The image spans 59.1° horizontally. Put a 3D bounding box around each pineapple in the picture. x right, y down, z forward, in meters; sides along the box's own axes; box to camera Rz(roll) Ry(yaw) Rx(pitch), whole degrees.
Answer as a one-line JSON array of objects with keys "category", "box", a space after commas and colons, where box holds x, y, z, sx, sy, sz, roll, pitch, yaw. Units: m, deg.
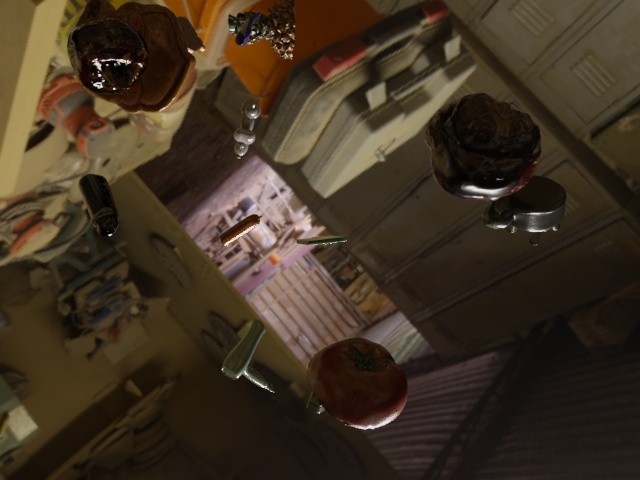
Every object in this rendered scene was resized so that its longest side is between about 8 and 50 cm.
[{"category": "pineapple", "box": [-0.245, -0.880, 2.333, 0.271, 0.262, 0.262, 1, 169, -7]}]

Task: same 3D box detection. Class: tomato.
[{"category": "tomato", "box": [0.084, 0.280, 1.186, 0.225, 0.225, 0.085, -37, 153, -51]}]

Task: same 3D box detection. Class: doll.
[{"category": "doll", "box": [-0.212, -0.317, 1.610, 0.160, 0.059, 0.161, -111, -141, -71]}]

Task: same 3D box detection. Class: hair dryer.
[{"category": "hair dryer", "box": [-0.205, 0.413, 1.878, 0.075, 0.237, 0.206, -6, -142, 40]}]

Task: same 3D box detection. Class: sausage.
[{"category": "sausage", "box": [-0.166, -0.026, 1.193, 0.107, 0.031, 0.031, -32, 180, 23]}]

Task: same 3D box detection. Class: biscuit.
[{"category": "biscuit", "box": [-0.615, -0.592, 1.830, 0.078, 0.455, 0.350, -34, 134, -69]}, {"category": "biscuit", "box": [-0.546, -0.831, 2.275, 0.043, 0.280, 0.183, -41, 134, 19]}]

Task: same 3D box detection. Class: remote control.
[{"category": "remote control", "box": [-0.662, -0.112, 1.674, 0.090, 0.266, 0.066, -45, 140, 11]}]

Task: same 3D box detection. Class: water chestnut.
[{"category": "water chestnut", "box": [-0.606, -0.517, 1.616, 0.223, 0.238, 0.224, -19, 163, -6]}, {"category": "water chestnut", "box": [0.401, -0.225, 1.419, 0.289, 0.289, 0.244, -42, -167, 3]}]

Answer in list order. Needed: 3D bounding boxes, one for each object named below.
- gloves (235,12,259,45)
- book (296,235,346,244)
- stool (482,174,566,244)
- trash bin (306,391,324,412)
[{"category": "gloves", "box": [-0.161, -0.468, 1.245, 0.064, 0.026, 0.086, -46, -158, 43]}, {"category": "book", "box": [0.000, 0.000, 1.806, 0.135, 0.017, 0.103, -7, -173, -27]}, {"category": "stool", "box": [0.552, -0.082, 1.529, 0.228, 0.139, 0.153, -4, -138, 12]}, {"category": "trash bin", "box": [0.008, 0.533, 2.005, 0.116, 0.059, 0.130, 9, 100, -69]}]
